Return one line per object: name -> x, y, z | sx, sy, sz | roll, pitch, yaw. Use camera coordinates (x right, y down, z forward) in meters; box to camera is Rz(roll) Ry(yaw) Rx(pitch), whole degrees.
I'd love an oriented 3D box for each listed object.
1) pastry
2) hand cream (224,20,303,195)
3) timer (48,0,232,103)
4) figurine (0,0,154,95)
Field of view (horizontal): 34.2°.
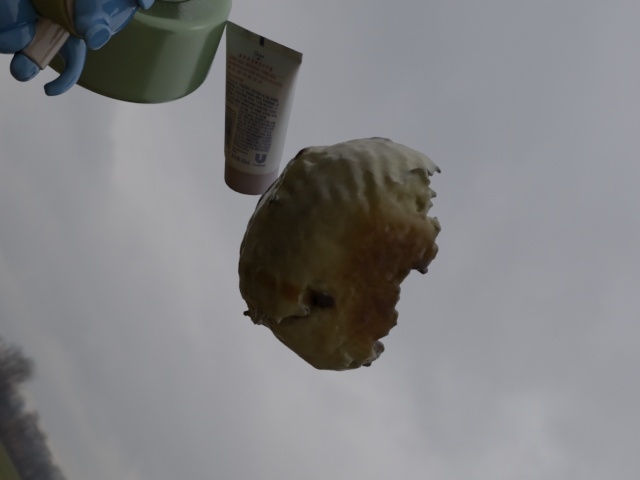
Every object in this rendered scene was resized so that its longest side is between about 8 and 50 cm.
pastry -> 0.001, -0.009, 1.134 | 0.170, 0.256, 0.237 | 23, 14, -30
hand cream -> -0.095, -0.188, 1.508 | 0.133, 0.083, 0.248 | 28, -49, 20
timer -> -0.208, -0.377, 1.306 | 0.290, 0.291, 0.315 | 55, -49, 18
figurine -> -0.321, -0.259, 1.142 | 0.262, 0.180, 0.154 | 21, 7, 20
